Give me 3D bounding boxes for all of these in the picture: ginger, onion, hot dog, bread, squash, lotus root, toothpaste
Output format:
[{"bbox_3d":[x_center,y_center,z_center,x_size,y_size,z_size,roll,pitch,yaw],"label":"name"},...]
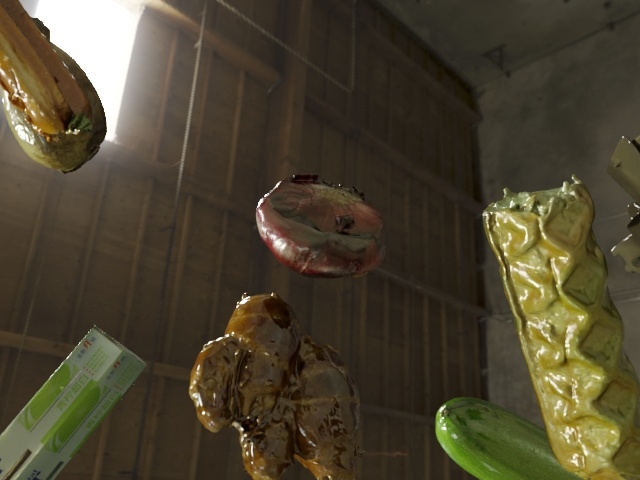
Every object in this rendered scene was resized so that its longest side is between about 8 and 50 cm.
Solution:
[{"bbox_3d":[-0.062,0.266,1.056,0.357,0.152,0.274,47,-145,1],"label":"ginger"},{"bbox_3d":[0.000,0.000,1.189,0.272,0.195,0.272,13,-148,-8],"label":"onion"},{"bbox_3d":[-0.282,-0.168,0.575,0.188,0.055,0.072,56,-167,0],"label":"hot dog"},{"bbox_3d":[0.211,0.082,0.516,0.087,0.098,0.269,-23,-82,-34],"label":"bread"},{"bbox_3d":[0.313,0.322,0.860,0.395,0.107,0.107,28,-126,-14],"label":"squash"},{"bbox_3d":[-0.371,-0.196,0.844,0.138,0.138,0.214,-34,-59,-47],"label":"lotus root"},{"bbox_3d":[-0.365,0.269,0.778,0.336,0.067,0.081,-53,-24,-18],"label":"toothpaste"}]

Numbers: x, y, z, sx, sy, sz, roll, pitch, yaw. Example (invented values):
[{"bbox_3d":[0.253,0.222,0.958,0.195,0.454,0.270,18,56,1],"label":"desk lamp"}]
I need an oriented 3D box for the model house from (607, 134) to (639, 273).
[{"bbox_3d":[0.467,-0.050,0.744,0.204,0.243,0.211,-20,-116,-29],"label":"model house"}]
